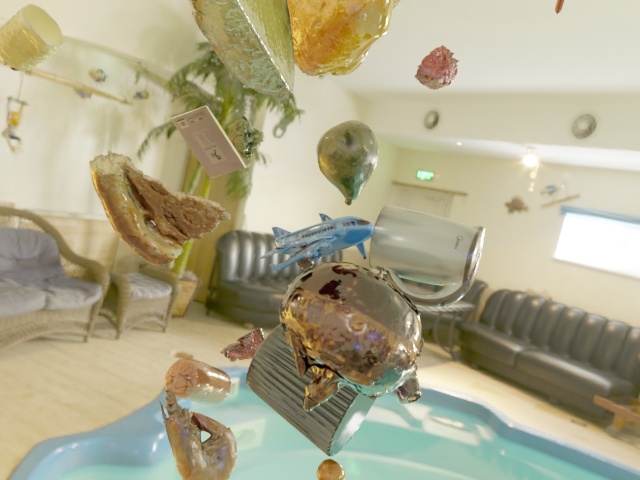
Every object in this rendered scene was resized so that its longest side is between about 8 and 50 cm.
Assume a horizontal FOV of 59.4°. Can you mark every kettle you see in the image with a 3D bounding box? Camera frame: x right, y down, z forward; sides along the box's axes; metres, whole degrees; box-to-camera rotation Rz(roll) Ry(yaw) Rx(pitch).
[{"bbox_3d":[0.239,0.043,1.279,0.237,0.221,0.161,14,-25,21],"label":"kettle"}]

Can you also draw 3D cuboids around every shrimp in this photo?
[{"bbox_3d":[-0.288,0.471,1.347,0.152,0.287,0.063,-22,13,-22],"label":"shrimp"}]

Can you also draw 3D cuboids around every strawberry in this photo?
[{"bbox_3d":[0.382,-0.544,1.791,0.085,0.140,0.192,35,8,26],"label":"strawberry"}]

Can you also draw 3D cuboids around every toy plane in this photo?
[{"bbox_3d":[0.000,0.000,1.255,0.271,0.105,0.254,-2,27,29],"label":"toy plane"}]

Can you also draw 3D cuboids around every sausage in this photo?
[{"bbox_3d":[-0.368,0.431,1.703,0.121,0.121,0.304,14,-17,18],"label":"sausage"}]

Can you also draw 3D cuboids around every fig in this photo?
[{"bbox_3d":[0.090,-0.227,1.655,0.196,0.244,0.195,-15,11,3],"label":"fig"}]

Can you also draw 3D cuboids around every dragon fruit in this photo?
[{"bbox_3d":[-0.296,0.425,2.201,0.192,0.122,0.092,-12,62,-45],"label":"dragon fruit"}]

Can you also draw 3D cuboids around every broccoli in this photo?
[{"bbox_3d":[-0.252,-0.349,1.905,0.120,0.131,0.130,0,-38,9],"label":"broccoli"}]

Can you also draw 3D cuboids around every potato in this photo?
[{"bbox_3d":[-0.123,-0.342,0.896,0.112,0.269,0.255,-2,-45,17],"label":"potato"}]

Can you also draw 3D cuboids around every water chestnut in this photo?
[{"bbox_3d":[0.048,0.193,1.056,0.300,0.299,0.300,13,4,-1],"label":"water chestnut"}]

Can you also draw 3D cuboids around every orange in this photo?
[{"bbox_3d":[0.030,0.644,1.548,0.085,0.085,0.085,13,4,-1],"label":"orange"}]

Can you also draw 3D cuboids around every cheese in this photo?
[{"bbox_3d":[-0.750,-0.514,1.438,0.167,0.123,0.094,-15,27,34],"label":"cheese"}]

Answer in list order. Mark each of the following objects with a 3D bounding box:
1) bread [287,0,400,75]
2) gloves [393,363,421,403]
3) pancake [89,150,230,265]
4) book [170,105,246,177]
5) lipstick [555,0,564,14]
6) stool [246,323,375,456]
[{"bbox_3d":[0.019,-0.562,1.210,0.250,0.394,0.361,-3,-20,-28],"label":"bread"},{"bbox_3d":[0.254,0.401,1.798,0.142,0.119,0.285,1,24,-18],"label":"gloves"},{"bbox_3d":[-0.304,-0.056,1.096,0.245,0.266,0.057,-2,41,9],"label":"pancake"},{"bbox_3d":[-0.272,-0.237,1.370,0.127,0.014,0.181,-9,-54,36],"label":"book"},{"bbox_3d":[0.556,-0.580,1.274,0.030,0.129,0.030,-2,41,-5],"label":"lipstick"},{"bbox_3d":[-0.022,0.425,1.685,0.330,0.297,0.297,30,10,23],"label":"stool"}]
